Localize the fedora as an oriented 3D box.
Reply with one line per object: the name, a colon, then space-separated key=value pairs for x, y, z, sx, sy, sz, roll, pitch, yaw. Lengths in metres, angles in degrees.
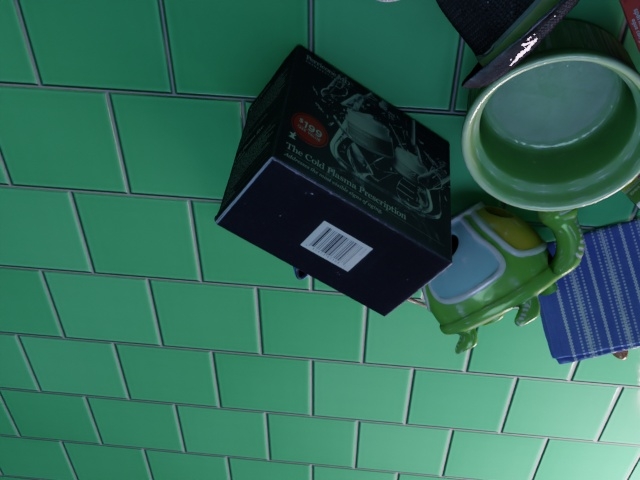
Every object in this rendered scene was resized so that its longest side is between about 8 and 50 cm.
fedora: x=0.265 y=-0.367 z=1.044 sx=0.152 sy=0.334 sz=0.334 roll=41 pitch=128 yaw=-7

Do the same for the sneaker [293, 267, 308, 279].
sneaker: x=0.000 y=0.000 z=1.581 sx=0.069 sy=0.082 sz=0.209 roll=22 pitch=131 yaw=-11

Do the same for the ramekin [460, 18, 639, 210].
ramekin: x=0.381 y=-0.208 z=1.277 sx=0.303 sy=0.148 sz=0.303 roll=4 pitch=134 yaw=4

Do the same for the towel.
towel: x=0.587 y=0.090 z=1.517 sx=0.336 sy=0.243 sz=0.040 roll=-17 pitch=171 yaw=22

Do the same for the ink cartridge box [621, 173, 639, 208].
ink cartridge box: x=0.620 y=-0.084 z=1.393 sx=0.209 sy=0.062 sz=0.109 roll=39 pitch=107 yaw=-22

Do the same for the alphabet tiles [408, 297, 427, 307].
alphabet tiles: x=0.122 y=0.096 z=1.583 sx=0.198 sy=0.009 sz=0.237 roll=20 pitch=179 yaw=43

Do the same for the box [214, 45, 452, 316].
box: x=0.036 y=-0.102 z=1.315 sx=0.343 sy=0.312 sz=0.179 roll=29 pitch=130 yaw=-20

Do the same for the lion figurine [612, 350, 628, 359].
lion figurine: x=0.695 y=0.132 z=1.552 sx=0.392 sy=0.142 sz=0.240 roll=10 pitch=124 yaw=15

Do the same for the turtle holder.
turtle holder: x=0.324 y=0.043 z=1.464 sx=0.227 sy=0.243 sz=0.320 roll=59 pitch=144 yaw=4

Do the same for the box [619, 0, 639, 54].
box: x=0.506 y=-0.290 z=1.091 sx=0.122 sy=0.257 sz=0.128 roll=-21 pitch=161 yaw=26
